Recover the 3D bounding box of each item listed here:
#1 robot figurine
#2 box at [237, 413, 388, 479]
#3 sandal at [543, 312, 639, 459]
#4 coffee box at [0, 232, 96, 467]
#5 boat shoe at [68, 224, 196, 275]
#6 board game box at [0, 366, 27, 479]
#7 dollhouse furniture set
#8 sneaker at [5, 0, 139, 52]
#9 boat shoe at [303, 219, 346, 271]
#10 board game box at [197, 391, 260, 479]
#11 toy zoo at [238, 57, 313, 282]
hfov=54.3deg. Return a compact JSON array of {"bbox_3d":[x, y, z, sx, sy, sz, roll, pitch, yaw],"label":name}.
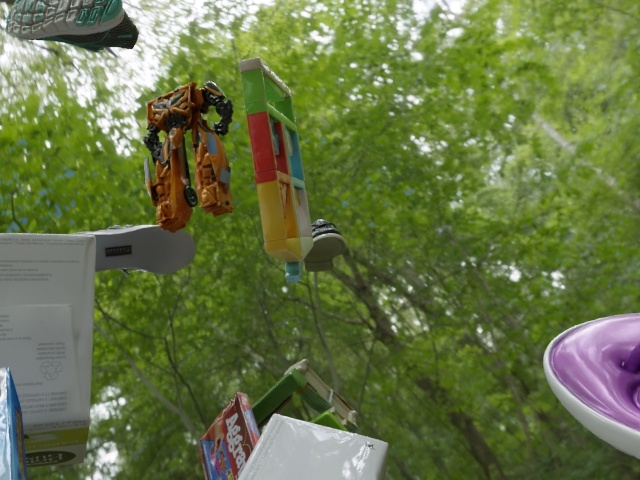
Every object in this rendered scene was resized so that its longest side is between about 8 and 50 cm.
[{"bbox_3d":[-0.257,-0.174,1.196,0.211,0.291,0.085,-18,-17,21],"label":"robot figurine"},{"bbox_3d":[-0.014,0.361,0.865,0.182,0.181,0.119,10,-60,16],"label":"box"},{"bbox_3d":[0.314,0.094,0.389,0.169,0.416,0.102,-25,-72,-19],"label":"sandal"},{"bbox_3d":[-0.586,0.211,1.105,0.338,0.338,0.334,2,-31,-22],"label":"coffee box"},{"bbox_3d":[-0.423,0.021,1.341,0.306,0.105,0.113,-9,-76,-38],"label":"boat shoe"},{"bbox_3d":[-0.466,0.287,0.631,0.308,0.302,0.086,-13,-61,-22],"label":"board game box"},{"bbox_3d":[-0.038,0.387,1.352,0.151,0.301,0.197,-44,-95,0],"label":"dollhouse furniture set"},{"bbox_3d":[-0.281,-0.241,0.709,0.076,0.167,0.065,45,-123,-65],"label":"sneaker"},{"bbox_3d":[0.004,0.000,1.777,0.127,0.113,0.340,-4,-16,0],"label":"boat shoe"},{"bbox_3d":[-0.142,0.414,1.074,0.027,0.281,0.145,27,-70,-35],"label":"board game box"},{"bbox_3d":[-0.054,-0.087,0.879,0.030,0.192,0.293,-8,-91,10],"label":"toy zoo"}]
